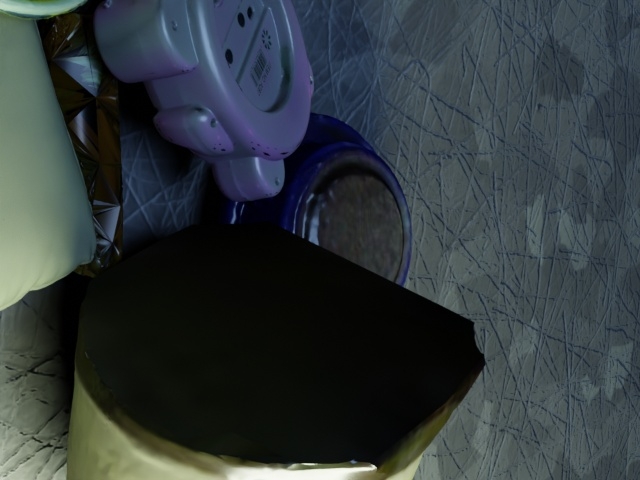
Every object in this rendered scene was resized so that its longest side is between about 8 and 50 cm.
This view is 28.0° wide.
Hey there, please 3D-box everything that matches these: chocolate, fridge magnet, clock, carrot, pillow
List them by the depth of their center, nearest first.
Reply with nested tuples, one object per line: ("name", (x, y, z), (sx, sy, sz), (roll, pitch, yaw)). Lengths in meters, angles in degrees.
("pillow", (-0.295, -0.088, 0.949), (0.255, 0.120, 0.322), (-34, 120, -44))
("carrot", (-0.205, -0.083, 1.113), (0.069, 0.069, 0.228), (-17, 109, -48))
("chocolate", (-0.068, 0.186, 1.130), (0.326, 0.314, 0.297), (-38, 147, -47))
("clock", (-0.090, -0.176, 1.172), (0.248, 0.090, 0.227), (60, 34, -39))
("fridge magnet", (0.000, 0.000, 1.327), (0.265, 0.113, 0.265), (-1, 91, -48))

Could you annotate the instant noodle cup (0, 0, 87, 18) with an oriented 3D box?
("instant noodle cup", (-0.179, -0.342, 0.896), (0.311, 0.221, 0.311), (36, 42, -41))
